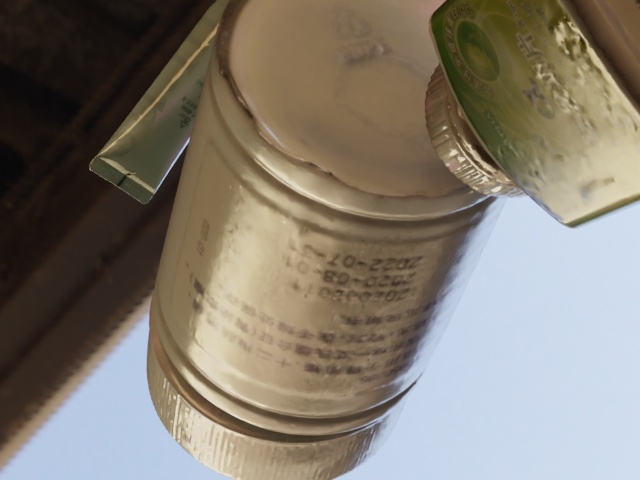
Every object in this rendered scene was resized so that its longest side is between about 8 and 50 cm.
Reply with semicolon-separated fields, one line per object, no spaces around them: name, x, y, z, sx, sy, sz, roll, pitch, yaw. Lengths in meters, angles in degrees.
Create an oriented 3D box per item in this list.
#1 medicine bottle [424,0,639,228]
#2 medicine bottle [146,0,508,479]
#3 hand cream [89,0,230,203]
medicine bottle;0.123;-0.080;0.794;0.088;0.132;0.188;-37;2;-20
medicine bottle;0.000;0.000;1.062;0.190;0.190;0.332;-5;-36;-19
hand cream;-0.109;-0.127;1.411;0.205;0.050;0.078;-54;-39;0
